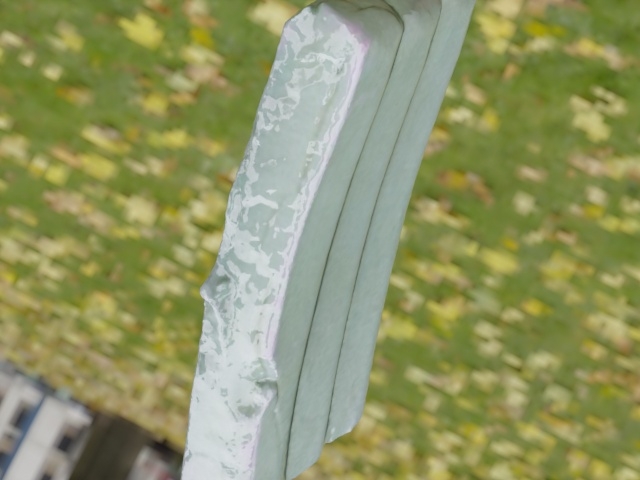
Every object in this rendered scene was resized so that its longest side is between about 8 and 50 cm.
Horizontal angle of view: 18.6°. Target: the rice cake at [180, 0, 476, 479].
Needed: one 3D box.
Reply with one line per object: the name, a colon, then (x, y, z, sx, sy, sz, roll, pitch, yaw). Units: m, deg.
rice cake: (0.000, 0.000, 0.774, 0.043, 0.237, 0.127, 25, -149, 18)
